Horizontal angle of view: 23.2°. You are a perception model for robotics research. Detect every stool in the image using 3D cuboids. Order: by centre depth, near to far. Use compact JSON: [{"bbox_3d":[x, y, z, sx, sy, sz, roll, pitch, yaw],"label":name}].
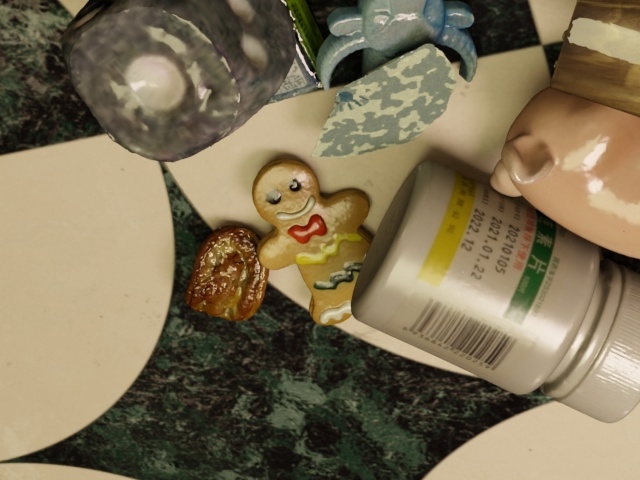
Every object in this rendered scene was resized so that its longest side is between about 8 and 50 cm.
[{"bbox_3d":[0.379,-0.196,1.551,0.264,0.179,0.179,20,128,7],"label":"stool"}]

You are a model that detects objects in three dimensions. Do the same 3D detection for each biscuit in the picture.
[{"bbox_3d":[0.000,0.001,1.916,0.158,0.035,0.240,-33,116,12],"label":"biscuit"}]

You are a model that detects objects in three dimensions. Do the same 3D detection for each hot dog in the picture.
[{"bbox_3d":[-0.118,0.047,1.980,0.099,0.065,0.147,17,130,-10],"label":"hot dog"}]

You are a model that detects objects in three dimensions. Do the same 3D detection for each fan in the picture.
[{"bbox_3d":[0.072,-0.148,1.741,0.131,0.009,0.240,18,143,-28],"label":"fan"}]

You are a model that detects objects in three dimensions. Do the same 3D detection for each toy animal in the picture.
[{"bbox_3d":[0.336,-0.097,1.685,0.256,0.195,0.213,26,87,7],"label":"toy animal"}]

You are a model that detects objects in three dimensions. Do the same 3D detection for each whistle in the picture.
[{"bbox_3d":[0.085,-0.230,1.709,0.180,0.093,0.269,-5,131,-8],"label":"whistle"}]

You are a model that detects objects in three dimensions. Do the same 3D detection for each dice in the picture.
[{"bbox_3d":[-0.147,-0.205,1.637,0.181,0.183,0.182,-25,115,30],"label":"dice"}]

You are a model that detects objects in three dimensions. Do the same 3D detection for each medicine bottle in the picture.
[{"bbox_3d":[0.226,0.066,1.819,0.339,0.208,0.208,25,127,-6],"label":"medicine bottle"}]

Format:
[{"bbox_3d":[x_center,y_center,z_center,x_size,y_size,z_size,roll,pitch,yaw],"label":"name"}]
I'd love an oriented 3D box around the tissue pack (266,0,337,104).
[{"bbox_3d":[-0.105,-0.257,1.749,0.173,0.073,0.235,-15,120,23],"label":"tissue pack"}]
